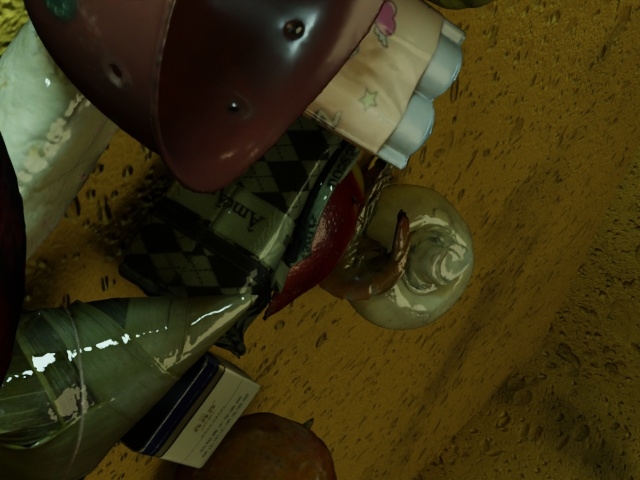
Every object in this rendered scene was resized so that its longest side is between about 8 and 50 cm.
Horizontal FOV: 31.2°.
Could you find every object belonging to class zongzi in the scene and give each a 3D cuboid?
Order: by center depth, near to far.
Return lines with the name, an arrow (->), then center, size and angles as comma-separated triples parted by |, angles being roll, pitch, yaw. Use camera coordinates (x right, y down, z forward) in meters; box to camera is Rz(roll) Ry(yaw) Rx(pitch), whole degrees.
zongzi -> -0.218, 0.169, 1.244 | 0.317, 0.154, 0.289 | -11, 151, -10

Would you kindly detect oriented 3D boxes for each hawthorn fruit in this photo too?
hawthorn fruit -> -0.089, 0.394, 1.866 | 0.298, 0.277, 0.277 | -52, 161, -33

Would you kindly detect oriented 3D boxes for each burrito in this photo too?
burrito -> -0.257, -0.075, 1.000 | 0.299, 0.105, 0.143 | -56, 169, 1

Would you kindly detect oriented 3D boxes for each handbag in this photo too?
handbag -> -0.046, -0.066, 1.403 | 0.416, 0.180, 0.317 | -57, 168, -9

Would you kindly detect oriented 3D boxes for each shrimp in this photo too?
shrimp -> 0.074, -0.024, 1.753 | 0.068, 0.150, 0.249 | -31, 140, -82

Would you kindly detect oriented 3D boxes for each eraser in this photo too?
eraser -> 0.008, -0.209, 1.177 | 0.290, 0.087, 0.171 | 27, 89, -36

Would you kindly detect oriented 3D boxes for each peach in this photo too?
peach -> 0.004, 0.000, 1.634 | 0.189, 0.068, 0.279 | 80, 35, -79

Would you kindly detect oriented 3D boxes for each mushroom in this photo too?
mushroom -> 0.148, 0.027, 1.850 | 0.246, 0.202, 0.246 | -3, 95, -31

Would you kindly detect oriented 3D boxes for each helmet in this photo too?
helmet -> -0.102, -0.241, 0.904 | 0.385, 0.230, 0.338 | -39, 152, -60

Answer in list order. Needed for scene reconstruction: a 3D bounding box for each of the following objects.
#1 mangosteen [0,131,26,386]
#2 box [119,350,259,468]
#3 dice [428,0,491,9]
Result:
mangosteen -> -0.362, 0.010, 0.594 | 0.380, 0.421, 0.381 | -5, 99, -31
box -> -0.191, 0.239, 1.658 | 0.168, 0.071, 0.259 | -53, 159, -5
dice -> 0.118, -0.392, 1.144 | 0.227, 0.233, 0.238 | -56, 160, -1
